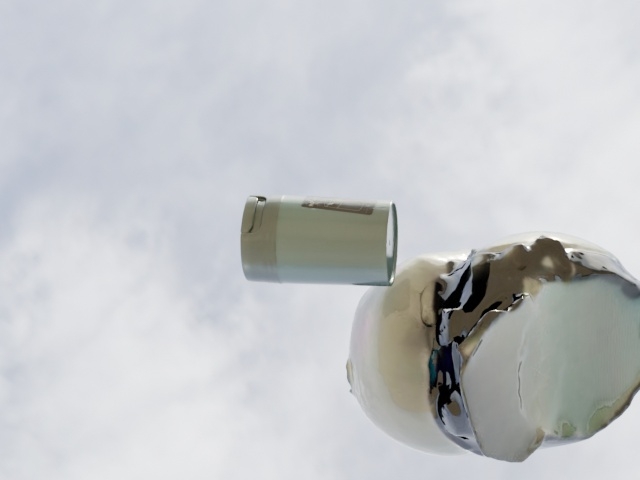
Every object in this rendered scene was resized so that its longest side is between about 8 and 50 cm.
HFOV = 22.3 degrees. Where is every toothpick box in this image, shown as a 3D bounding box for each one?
[{"bbox_3d":[0.000,0.000,0.926,0.083,0.052,0.052,2,-109,10],"label":"toothpick box"}]

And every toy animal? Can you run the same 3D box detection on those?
[{"bbox_3d":[0.091,0.061,0.966,0.179,0.166,0.138,-2,-106,54],"label":"toy animal"}]
